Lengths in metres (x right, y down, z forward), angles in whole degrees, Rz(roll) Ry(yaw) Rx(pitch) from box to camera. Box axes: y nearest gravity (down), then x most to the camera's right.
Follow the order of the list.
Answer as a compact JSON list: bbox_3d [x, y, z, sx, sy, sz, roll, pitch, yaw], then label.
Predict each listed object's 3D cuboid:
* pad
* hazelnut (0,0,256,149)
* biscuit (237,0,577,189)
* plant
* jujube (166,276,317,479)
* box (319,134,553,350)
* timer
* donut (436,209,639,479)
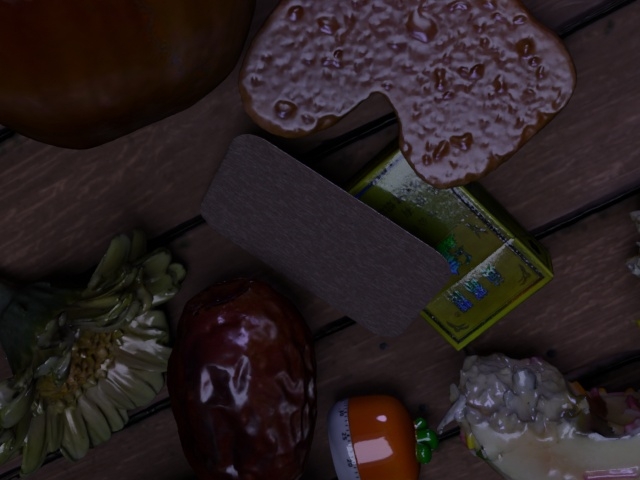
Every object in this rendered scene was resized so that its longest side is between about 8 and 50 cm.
[{"bbox_3d":[0.000,0.000,1.184,0.266,0.002,0.176,33,141,0],"label":"pad"},{"bbox_3d":[-0.235,-0.249,0.991,0.366,0.366,0.365,3,116,6],"label":"hazelnut"},{"bbox_3d":[0.081,-0.163,1.089,0.277,0.052,0.262,42,100,0],"label":"biscuit"},{"bbox_3d":[-0.294,0.126,1.268,0.305,0.297,0.261,-54,132,-16],"label":"plant"},{"bbox_3d":[-0.081,0.163,1.231,0.184,0.183,0.243,-7,112,11],"label":"jujube"},{"bbox_3d":[0.126,-0.002,1.190,0.220,0.064,0.141,43,113,-11],"label":"box"},{"bbox_3d":[0.076,0.238,1.297,0.136,0.099,0.136,-3,123,-4],"label":"timer"},{"bbox_3d":[0.344,0.145,1.184,0.307,0.150,0.371,38,115,-11],"label":"donut"}]
